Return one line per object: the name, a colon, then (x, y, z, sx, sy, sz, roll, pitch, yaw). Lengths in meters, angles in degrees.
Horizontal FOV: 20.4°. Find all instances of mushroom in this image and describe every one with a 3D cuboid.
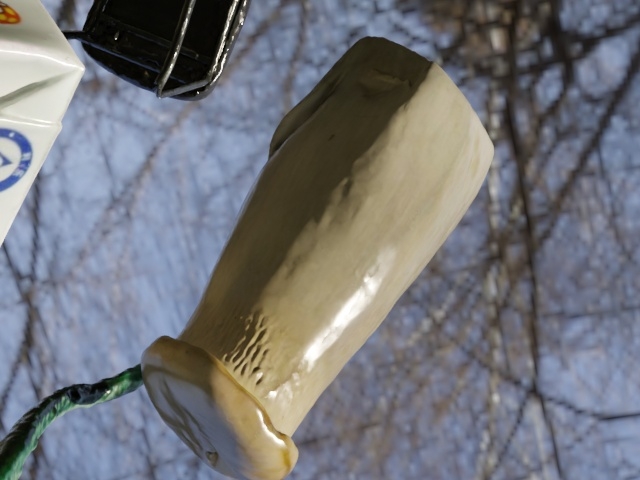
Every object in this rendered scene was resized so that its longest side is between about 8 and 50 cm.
mushroom: (0.007, -0.005, 0.816, 0.108, 0.096, 0.247, -23, -152, 51)

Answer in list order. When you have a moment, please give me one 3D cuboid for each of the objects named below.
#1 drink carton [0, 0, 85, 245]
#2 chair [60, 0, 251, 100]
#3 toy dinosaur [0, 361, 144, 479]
drink carton: (-0.250, -0.073, 0.611, 0.315, 0.107, 0.130, 3, -140, -42)
chair: (-0.110, -0.183, 1.339, 0.140, 0.145, 0.221, 23, -175, 18)
toy dinosaur: (-0.172, 0.153, 0.715, 0.129, 0.076, 0.383, -48, -172, 25)
